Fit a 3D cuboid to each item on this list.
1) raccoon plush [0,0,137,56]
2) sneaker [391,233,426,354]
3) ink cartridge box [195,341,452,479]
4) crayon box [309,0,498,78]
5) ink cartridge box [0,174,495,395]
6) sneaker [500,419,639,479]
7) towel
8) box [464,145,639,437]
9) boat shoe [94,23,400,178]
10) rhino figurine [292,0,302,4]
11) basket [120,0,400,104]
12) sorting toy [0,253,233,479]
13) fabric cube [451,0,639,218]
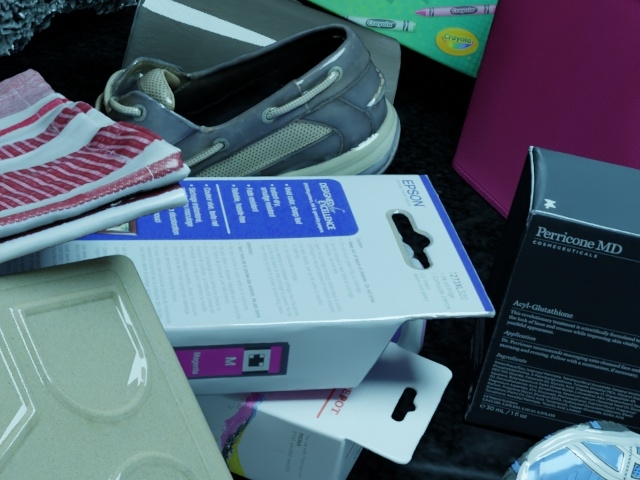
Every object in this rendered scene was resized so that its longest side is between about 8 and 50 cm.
[{"bbox_3d":[-0.258,-0.184,1.217,0.299,0.216,0.446,15,68,-37],"label":"raccoon plush"},{"bbox_3d":[0.000,0.000,1.068,0.105,0.095,0.236,-8,39,-15],"label":"sneaker"},{"bbox_3d":[-0.023,0.104,0.925,0.198,0.067,0.115,19,35,13],"label":"ink cartridge box"},{"bbox_3d":[0.087,-0.249,1.410,0.278,0.081,0.165,29,14,22],"label":"crayon box"},{"bbox_3d":[-0.089,0.024,0.905,0.371,0.069,0.175,-3,34,-11],"label":"ink cartridge box"},{"bbox_3d":[0.208,0.169,0.893,0.211,0.080,0.081,-4,34,-20],"label":"sneaker"},{"bbox_3d":[-0.240,-0.040,0.846,0.237,0.037,0.329,-20,22,-21],"label":"towel"},{"bbox_3d":[0.251,0.058,0.975,0.261,0.184,0.103,13,34,0],"label":"box"},{"bbox_3d":[-0.119,-0.075,1.029,0.355,0.130,0.132,-21,35,-9],"label":"boat shoe"},{"bbox_3d":[-0.071,-0.222,1.378,0.106,0.073,0.243,-9,36,-43],"label":"rhino figurine"},{"bbox_3d":[-0.057,-0.144,1.194,0.227,0.204,0.154,14,78,-9],"label":"basket"},{"bbox_3d":[-0.116,0.159,0.697,0.229,0.041,0.307,-10,70,-54],"label":"sorting toy"},{"bbox_3d":[0.308,-0.124,1.194,0.259,0.258,0.254,-11,39,-31],"label":"fabric cube"}]
